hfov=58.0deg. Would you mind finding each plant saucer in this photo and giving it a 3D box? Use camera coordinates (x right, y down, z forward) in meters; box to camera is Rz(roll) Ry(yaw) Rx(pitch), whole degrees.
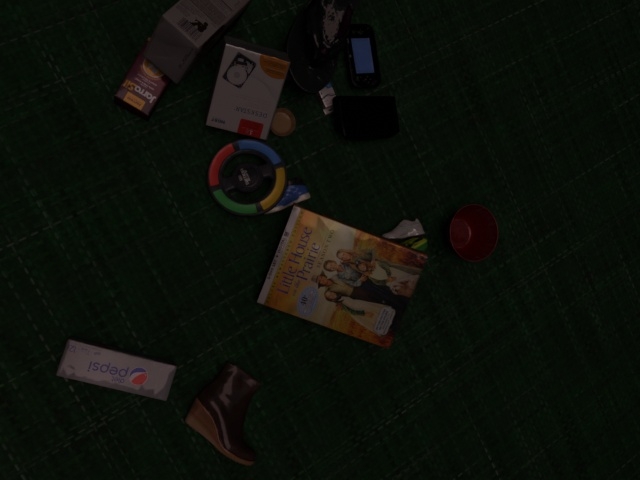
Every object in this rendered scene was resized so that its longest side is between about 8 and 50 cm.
[{"bbox_3d":[-0.116,-0.351,1.718,0.083,0.015,0.084,0,89,-19],"label":"plant saucer"}]

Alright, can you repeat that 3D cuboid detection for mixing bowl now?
[{"bbox_3d":[0.472,-0.024,1.875,0.181,0.098,0.182,0,89,-20],"label":"mixing bowl"}]

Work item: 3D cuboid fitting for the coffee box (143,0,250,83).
[{"bbox_3d":[-0.314,-0.575,1.521,0.119,0.168,0.297,40,54,-14],"label":"coffee box"}]

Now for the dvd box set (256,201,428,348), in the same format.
[{"bbox_3d":[0.062,0.105,1.675,0.420,0.062,0.308,21,98,-8],"label":"dvd box set"}]

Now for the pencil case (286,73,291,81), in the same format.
[{"bbox_3d":[-0.127,-0.498,1.679,0.209,0.098,0.095,2,44,-19],"label":"pencil case"}]

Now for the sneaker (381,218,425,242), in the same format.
[{"bbox_3d":[0.255,-0.030,1.830,0.152,0.053,0.061,-11,78,-22],"label":"sneaker"}]

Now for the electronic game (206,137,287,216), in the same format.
[{"bbox_3d":[-0.207,-0.179,1.642,0.229,0.048,0.229,1,82,-5],"label":"electronic game"}]

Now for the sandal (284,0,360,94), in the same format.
[{"bbox_3d":[0.025,-0.632,1.629,0.167,0.107,0.446,23,84,-22],"label":"sandal"}]

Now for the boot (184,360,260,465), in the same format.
[{"bbox_3d":[-0.231,0.489,1.627,0.248,0.090,0.207,41,79,-11],"label":"boot"}]

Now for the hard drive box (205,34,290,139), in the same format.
[{"bbox_3d":[-0.204,-0.418,1.592,0.181,0.089,0.232,10,121,-18],"label":"hard drive box"}]

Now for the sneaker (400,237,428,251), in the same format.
[{"bbox_3d":[0.239,0.116,1.796,0.123,0.109,0.296,38,87,-17],"label":"sneaker"}]

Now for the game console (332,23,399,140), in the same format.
[{"bbox_3d":[0.127,-0.487,1.777,0.213,0.044,0.362,-8,89,-29],"label":"game console"}]

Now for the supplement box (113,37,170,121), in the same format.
[{"bbox_3d":[-0.466,-0.433,1.562,0.104,0.081,0.188,30,80,-17],"label":"supplement box"}]

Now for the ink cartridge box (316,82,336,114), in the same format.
[{"bbox_3d":[0.022,-0.433,1.760,0.048,0.028,0.083,-27,98,-18],"label":"ink cartridge box"}]

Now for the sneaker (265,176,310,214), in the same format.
[{"bbox_3d":[-0.111,-0.137,1.696,0.152,0.058,0.085,-24,94,-14],"label":"sneaker"}]

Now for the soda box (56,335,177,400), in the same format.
[{"bbox_3d":[-0.533,0.337,1.524,0.286,0.091,0.098,19,82,-18],"label":"soda box"}]
